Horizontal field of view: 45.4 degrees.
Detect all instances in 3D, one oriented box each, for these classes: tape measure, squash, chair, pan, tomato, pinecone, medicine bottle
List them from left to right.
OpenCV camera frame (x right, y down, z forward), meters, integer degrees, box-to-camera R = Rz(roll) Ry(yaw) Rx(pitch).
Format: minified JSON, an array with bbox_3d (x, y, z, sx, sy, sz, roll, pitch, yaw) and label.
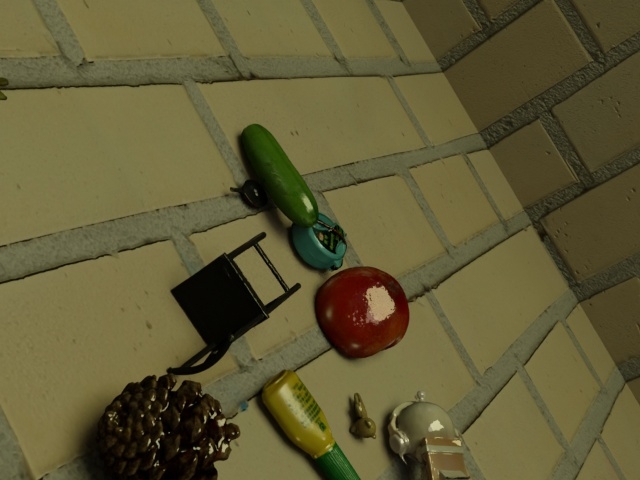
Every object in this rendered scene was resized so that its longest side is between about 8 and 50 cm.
[{"bbox_3d":[-0.216,0.292,1.087,0.204,0.179,0.184,56,51,-34],"label":"pinecone"},{"bbox_3d":[-0.168,0.108,1.322,0.141,0.154,0.260,56,30,-1],"label":"chair"},{"bbox_3d":[-0.158,-0.098,1.619,0.115,0.023,0.068,7,58,-54],"label":"pan"},{"bbox_3d":[-0.095,-0.146,1.661,0.082,0.082,0.292,0,51,-53],"label":"squash"},{"bbox_3d":[-0.010,0.358,1.393,0.260,0.064,0.095,55,35,-3],"label":"medicine bottle"},{"bbox_3d":[0.000,0.000,1.693,0.146,0.081,0.125,37,34,-27],"label":"tape measure"},{"bbox_3d":[0.109,0.140,1.665,0.233,0.139,0.200,-16,69,-56],"label":"tomato"}]

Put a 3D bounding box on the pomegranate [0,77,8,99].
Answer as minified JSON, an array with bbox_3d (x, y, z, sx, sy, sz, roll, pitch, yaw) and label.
[{"bbox_3d":[-0.577,-0.244,1.077,0.204,0.276,0.222,4,75,-7],"label":"pomegranate"}]

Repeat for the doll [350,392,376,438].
[{"bbox_3d":[0.089,0.355,1.540,0.061,0.051,0.093,67,23,-43],"label":"doll"}]

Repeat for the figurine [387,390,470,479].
[{"bbox_3d":[0.222,0.431,1.587,0.162,0.141,0.237,5,45,-25],"label":"figurine"}]
